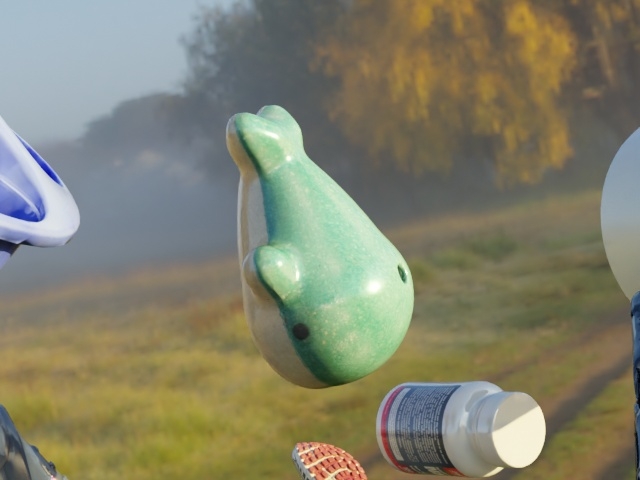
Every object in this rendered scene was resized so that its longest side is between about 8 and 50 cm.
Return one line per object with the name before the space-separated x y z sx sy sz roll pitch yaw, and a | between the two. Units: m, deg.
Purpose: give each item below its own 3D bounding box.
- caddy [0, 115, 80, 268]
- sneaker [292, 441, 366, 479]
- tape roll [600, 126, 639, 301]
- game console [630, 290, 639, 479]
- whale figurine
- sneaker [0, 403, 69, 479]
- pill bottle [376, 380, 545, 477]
caddy | -0.302 -0.072 0.813 0.179 0.341 0.241 -54 12 8
sneaker | 0.018 0.349 1.818 0.088 0.225 0.093 6 -51 -38
tape roll | 0.433 -0.026 1.449 0.246 0.246 0.169 -13 0 -25
game console | 0.281 0.110 0.857 0.173 0.250 0.293 -13 17 16
whale figurine | 0.000 0.000 1.331 0.141 0.272 0.216 -14 4 23
sneaker | -0.279 0.295 1.526 0.131 0.319 0.112 -28 16 -28
pill bottle | 0.156 0.209 1.583 0.108 0.108 0.180 -14 3 -37
